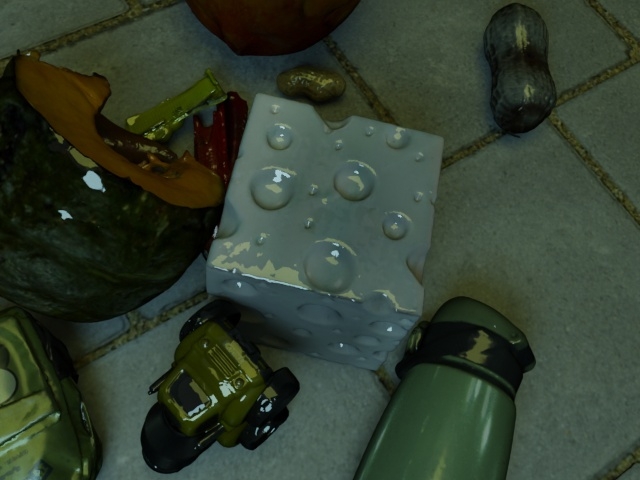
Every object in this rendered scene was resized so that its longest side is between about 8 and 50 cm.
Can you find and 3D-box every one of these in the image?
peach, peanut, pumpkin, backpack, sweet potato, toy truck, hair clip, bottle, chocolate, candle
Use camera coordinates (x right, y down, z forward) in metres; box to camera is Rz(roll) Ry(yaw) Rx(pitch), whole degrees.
[{"bbox_3d":[-0.073,-0.465,1.017,0.372,0.290,0.373,2,70,-5],"label":"peach"},{"bbox_3d":[-0.015,-0.250,1.058,0.113,0.054,0.054,6,65,-1],"label":"peanut"},{"bbox_3d":[-0.285,-0.051,0.792,0.303,0.256,0.225,36,111,-2],"label":"pumpkin"},{"bbox_3d":[-0.368,0.217,0.759,0.207,0.140,0.253,-29,79,-18],"label":"backpack"},{"bbox_3d":[-0.377,-0.147,0.936,0.358,0.112,0.112,13,65,1],"label":"sweet potato"},{"bbox_3d":[-0.132,0.184,0.754,0.165,0.224,0.147,-37,75,-27],"label":"toy truck"},{"bbox_3d":[-0.225,-0.192,0.990,0.173,0.046,0.072,-34,56,2],"label":"hair clip"},{"bbox_3d":[0.151,0.232,0.800,0.168,0.168,0.347,24,63,4],"label":"bottle"},{"bbox_3d":[0.326,-0.287,1.084,0.110,0.110,0.248,2,65,-6],"label":"chocolate"},{"bbox_3d":[-0.147,-0.089,0.962,0.084,0.059,0.302,-10,64,13],"label":"candle"}]

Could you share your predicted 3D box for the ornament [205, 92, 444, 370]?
[{"bbox_3d":[0.000,0.000,0.842,0.239,0.240,0.240,13,64,-1],"label":"ornament"}]
